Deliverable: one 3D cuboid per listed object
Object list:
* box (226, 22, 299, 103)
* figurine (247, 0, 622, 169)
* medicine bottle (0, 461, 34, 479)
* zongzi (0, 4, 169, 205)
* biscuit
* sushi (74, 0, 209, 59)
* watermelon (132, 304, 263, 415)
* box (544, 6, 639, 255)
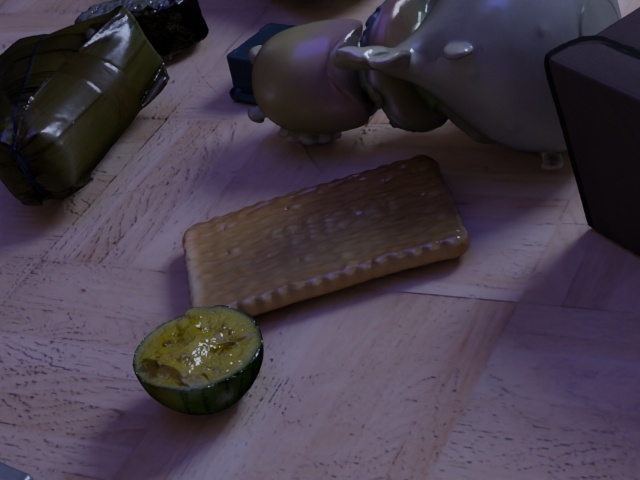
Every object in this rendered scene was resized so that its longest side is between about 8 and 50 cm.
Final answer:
[{"bbox_3d":[-0.054,-0.196,1.520,0.074,0.054,0.099,16,46,37],"label":"box"},{"bbox_3d":[0.072,-0.168,1.287,0.394,0.227,0.274,-3,3,38],"label":"figurine"},{"bbox_3d":[-0.301,0.239,1.021,0.092,0.061,0.221,21,45,10],"label":"medicine bottle"},{"bbox_3d":[-0.335,-0.129,1.511,0.289,0.123,0.260,-8,37,32],"label":"zongzi"},{"bbox_3d":[0.000,0.001,1.237,0.249,0.030,0.160,-17,33,1],"label":"biscuit"},{"bbox_3d":[-0.212,-0.252,1.652,0.150,0.078,0.090,-16,28,4],"label":"sushi"},{"bbox_3d":[-0.095,0.103,1.107,0.105,0.062,0.105,-6,33,4],"label":"watermelon"},{"bbox_3d":[0.321,-0.065,1.054,0.153,0.188,0.252,-33,34,-17],"label":"box"}]
